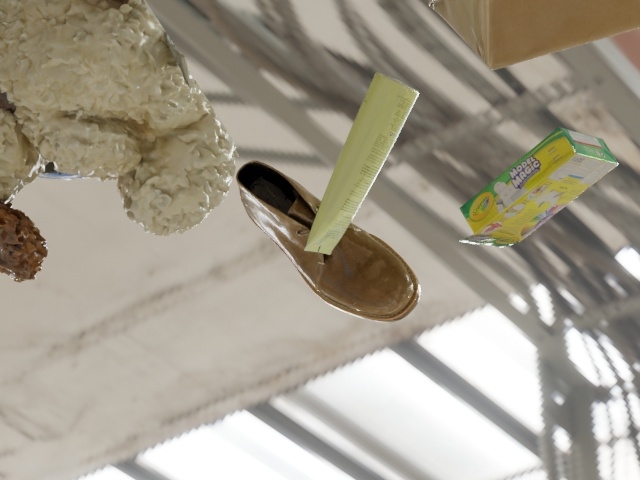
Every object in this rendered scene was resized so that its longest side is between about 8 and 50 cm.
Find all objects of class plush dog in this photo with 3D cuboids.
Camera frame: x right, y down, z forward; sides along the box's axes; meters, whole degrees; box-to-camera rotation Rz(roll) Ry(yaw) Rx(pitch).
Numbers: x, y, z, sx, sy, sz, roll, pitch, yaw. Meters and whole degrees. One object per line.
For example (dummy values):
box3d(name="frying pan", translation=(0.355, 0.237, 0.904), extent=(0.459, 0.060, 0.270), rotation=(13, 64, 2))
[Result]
box3d(name="plush dog", translation=(-0.217, -0.105, 1.233), extent=(0.225, 0.210, 0.262), rotation=(-33, -110, -2))

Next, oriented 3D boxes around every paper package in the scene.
box3d(name="paper package", translation=(0.300, -0.399, 2.032), extent=(0.325, 0.309, 0.168), rotation=(-17, -140, -14))

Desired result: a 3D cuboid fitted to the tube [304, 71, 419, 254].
box3d(name="tube", translation=(0.045, -0.092, 2.145), extent=(0.240, 0.070, 0.062), rotation=(-65, -151, 6))

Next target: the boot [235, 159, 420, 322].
box3d(name="boot", translation=(0.000, 0.000, 2.270), extent=(0.305, 0.115, 0.112), rotation=(37, -97, 24))

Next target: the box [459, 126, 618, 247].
box3d(name="box", translation=(0.239, -0.054, 1.940), extent=(0.179, 0.105, 0.043), rotation=(-42, -118, 26))

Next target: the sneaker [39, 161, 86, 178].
box3d(name="sneaker", translation=(-0.238, -0.092, 1.570), extent=(0.221, 0.087, 0.083), rotation=(14, -93, 55))
